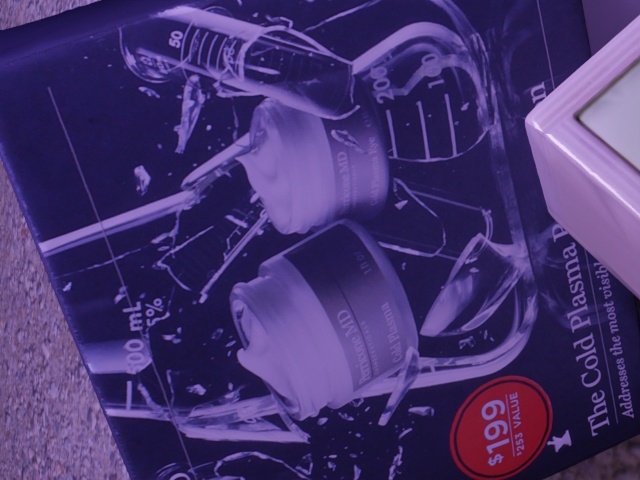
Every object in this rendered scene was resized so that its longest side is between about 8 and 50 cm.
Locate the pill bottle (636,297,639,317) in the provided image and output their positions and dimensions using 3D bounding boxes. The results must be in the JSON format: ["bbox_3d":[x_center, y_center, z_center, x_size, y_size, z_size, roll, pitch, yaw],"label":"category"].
[{"bbox_3d":[0.197,0.001,0.678,0.116,0.065,0.065,59,136,38],"label":"pill bottle"}]

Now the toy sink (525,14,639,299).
[{"bbox_3d":[0.231,-0.010,0.469,0.153,0.131,0.234,-41,63,-1],"label":"toy sink"}]

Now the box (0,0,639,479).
[{"bbox_3d":[0.000,0.000,0.632,0.179,0.313,0.343,-139,30,-66],"label":"box"}]

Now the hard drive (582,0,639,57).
[{"bbox_3d":[0.096,-0.163,0.734,0.233,0.047,0.353,34,126,6],"label":"hard drive"}]
